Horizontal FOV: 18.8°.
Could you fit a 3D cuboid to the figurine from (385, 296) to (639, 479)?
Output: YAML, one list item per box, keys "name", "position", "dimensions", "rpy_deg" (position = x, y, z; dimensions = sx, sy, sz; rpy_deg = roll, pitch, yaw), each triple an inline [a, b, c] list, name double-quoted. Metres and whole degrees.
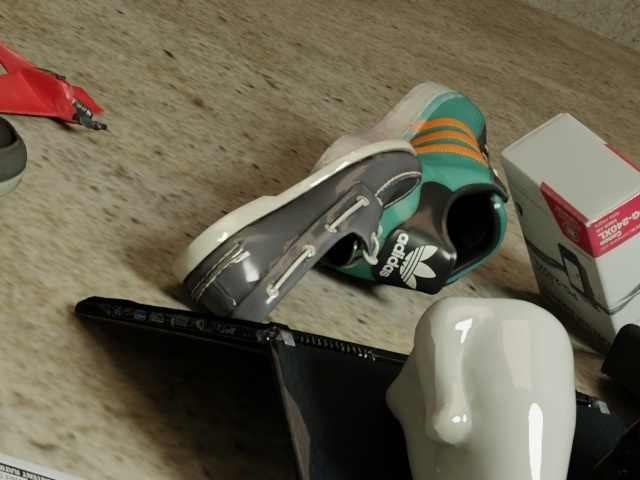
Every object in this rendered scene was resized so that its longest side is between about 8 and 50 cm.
- name: "figurine"
  position: [0.127, 0.146, 0.827]
  dimensions: [0.215, 0.092, 0.209]
  rpy_deg: [23, 39, -29]

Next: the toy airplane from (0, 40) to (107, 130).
- name: "toy airplane"
  position: [-0.203, -0.114, 1.297]
  dimensions: [0.151, 0.028, 0.151]
  rpy_deg: [26, 14, -7]

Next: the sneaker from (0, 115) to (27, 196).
- name: "sneaker"
  position: [-0.236, -0.095, 1.017]
  dimensions: [0.222, 0.118, 0.083]
  rpy_deg: [14, 20, -39]

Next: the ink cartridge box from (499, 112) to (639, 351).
- name: "ink cartridge box"
  position: [0.196, 0.001, 1.380]
  dimensions: [0.109, 0.063, 0.150]
  rpy_deg: [44, -18, 46]

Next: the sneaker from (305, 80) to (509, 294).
- name: "sneaker"
  position: [0.077, -0.026, 1.351]
  dimensions: [0.121, 0.108, 0.302]
  rpy_deg: [31, 24, 10]

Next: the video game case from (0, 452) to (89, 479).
- name: "video game case"
  position: [-0.172, 0.117, 0.551]
  dimensions: [0.270, 0.061, 0.244]
  rpy_deg: [21, 16, -21]

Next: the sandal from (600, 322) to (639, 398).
- name: "sandal"
  position: [0.290, 0.155, 1.152]
  dimensions: [0.168, 0.107, 0.446]
  rpy_deg: [22, 4, -14]

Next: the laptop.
- name: "laptop"
  position: [0.030, 0.122, 0.956]
  dimensions: [0.234, 0.136, 0.264]
  rpy_deg: [15, -6, -38]

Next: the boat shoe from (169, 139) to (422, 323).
- name: "boat shoe"
  position: [0.000, 0.000, 1.137]
  dimensions: [0.206, 0.075, 0.065]
  rpy_deg: [-27, 74, -46]
